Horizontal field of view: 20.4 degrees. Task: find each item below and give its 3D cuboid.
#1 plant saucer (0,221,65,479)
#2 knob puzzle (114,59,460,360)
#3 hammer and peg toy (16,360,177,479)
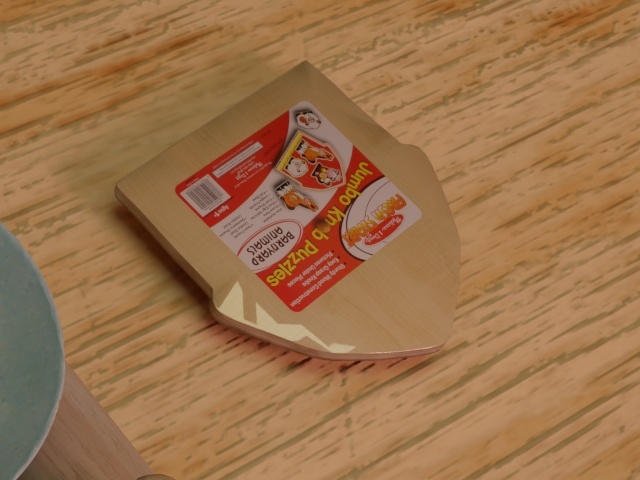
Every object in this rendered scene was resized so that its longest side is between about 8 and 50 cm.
[{"bbox_3d":[-0.210,0.051,0.777,0.195,0.037,0.195,12,52,-16],"label":"plant saucer"},{"bbox_3d":[0.000,0.000,1.063,0.213,0.030,0.213,11,54,-15],"label":"knob puzzle"},{"bbox_3d":[-0.175,0.162,0.823,0.266,0.127,0.361,-32,74,-37],"label":"hammer and peg toy"}]
